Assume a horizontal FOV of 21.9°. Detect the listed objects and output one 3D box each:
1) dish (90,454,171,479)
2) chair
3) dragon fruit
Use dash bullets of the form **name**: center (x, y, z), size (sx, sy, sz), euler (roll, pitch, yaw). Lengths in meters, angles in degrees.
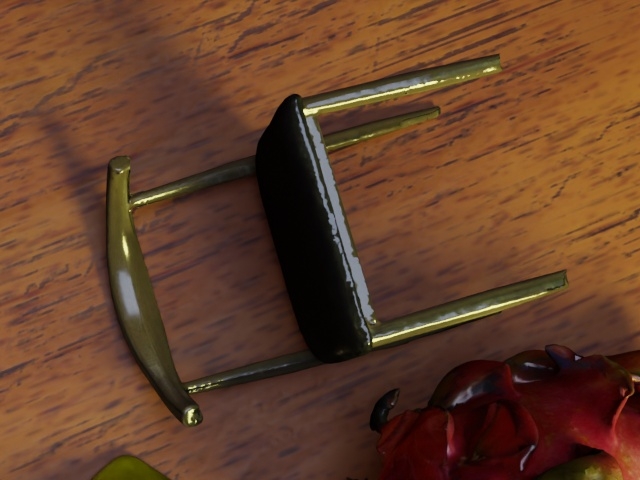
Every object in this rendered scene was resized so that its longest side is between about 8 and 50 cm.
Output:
- **dish**: center (-0.116, 0.243, 1.083), size (0.149, 0.080, 0.208), euler (-8, 81, -12)
- **chair**: center (0.000, 0.000, 1.101), size (0.272, 0.166, 0.188), euler (-16, 84, -13)
- **dragon fruit**: center (0.161, 0.169, 1.069), size (0.243, 0.227, 0.307), euler (44, 67, -30)
